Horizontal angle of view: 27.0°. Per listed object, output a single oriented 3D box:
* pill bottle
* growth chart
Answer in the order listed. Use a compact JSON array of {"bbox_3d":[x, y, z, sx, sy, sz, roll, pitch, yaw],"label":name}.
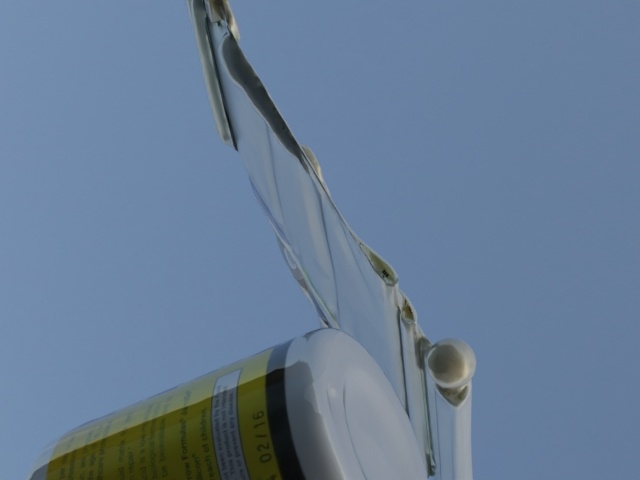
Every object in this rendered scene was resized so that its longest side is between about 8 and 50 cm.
[{"bbox_3d":[-0.036,0.071,0.341,0.116,0.065,0.065,-24,-97,18],"label":"pill bottle"},{"bbox_3d":[0.000,0.000,0.524,0.021,0.172,0.237,-26,-115,-10],"label":"growth chart"}]
